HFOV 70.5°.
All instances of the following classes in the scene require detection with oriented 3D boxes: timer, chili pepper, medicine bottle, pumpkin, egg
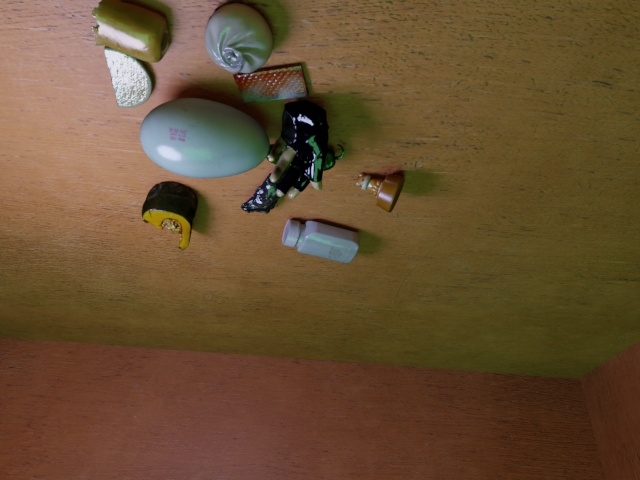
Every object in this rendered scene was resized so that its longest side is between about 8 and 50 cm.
[{"bbox_3d":[0.196,-0.183,1.558,0.152,0.132,0.132,23,147,12],"label":"timer"},{"bbox_3d":[-0.053,-0.271,1.472,0.257,0.074,0.100,4,101,-4],"label":"chili pepper"},{"bbox_3d":[0.000,0.000,1.829,0.296,0.111,0.161,12,143,-15],"label":"medicine bottle"},{"bbox_3d":[-0.579,-0.091,1.731,0.190,0.139,0.280,11,142,-16],"label":"pumpkin"},{"bbox_3d":[-0.335,-0.297,1.333,0.370,0.230,0.230,3,146,-9],"label":"egg"}]

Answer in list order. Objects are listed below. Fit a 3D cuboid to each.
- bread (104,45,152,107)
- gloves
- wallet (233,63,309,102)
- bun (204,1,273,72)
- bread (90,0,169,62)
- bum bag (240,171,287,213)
[{"bbox_3d":[-0.535,-0.461,1.287,0.112,0.036,0.193,3,142,-7],"label":"bread"},{"bbox_3d":[-0.055,-0.258,1.366,0.197,0.152,0.301,36,115,23],"label":"gloves"},{"bbox_3d":[-0.138,-0.442,1.283,0.196,0.020,0.103,-3,145,10],"label":"wallet"},{"bbox_3d":[-0.206,-0.491,1.135,0.172,0.120,0.173,3,148,2],"label":"bun"},{"bbox_3d":[-0.476,-0.523,1.144,0.173,0.085,0.134,15,144,-15],"label":"bread"},{"bbox_3d":[-0.186,-0.168,1.640,0.102,0.069,0.248,4,149,-44],"label":"bum bag"}]
